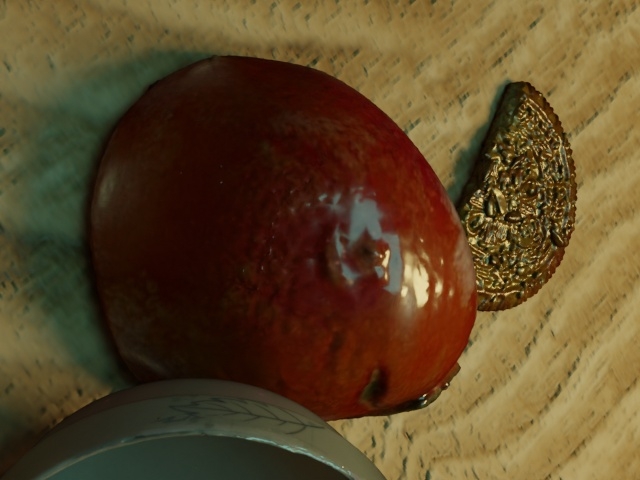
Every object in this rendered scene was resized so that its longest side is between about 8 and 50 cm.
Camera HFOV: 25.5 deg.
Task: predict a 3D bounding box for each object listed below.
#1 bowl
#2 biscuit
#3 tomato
[{"bbox_3d":[-0.081,0.203,0.901,0.287,0.143,0.286,-2,116,-3],"label":"bowl"},{"bbox_3d":[0.171,-0.025,1.202,0.126,0.025,0.206,32,71,-31],"label":"biscuit"},{"bbox_3d":[0.004,0.003,0.993,0.309,0.170,0.308,1,89,-37],"label":"tomato"}]
